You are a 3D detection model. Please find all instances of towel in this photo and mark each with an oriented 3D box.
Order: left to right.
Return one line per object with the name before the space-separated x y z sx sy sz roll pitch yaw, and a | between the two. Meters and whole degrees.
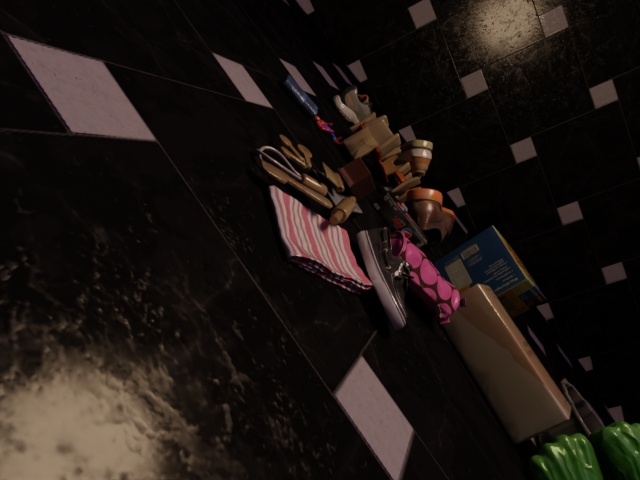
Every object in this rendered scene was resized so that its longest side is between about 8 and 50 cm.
towel | -0.054 -0.373 1.203 0.119 0.029 0.067 46 22 -20
towel | 0.000 0.000 0.725 0.197 0.029 0.144 30 30 -46

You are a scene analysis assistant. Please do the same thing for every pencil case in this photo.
pencil case | 0.199 0.078 0.941 0.209 0.095 0.098 42 44 -21

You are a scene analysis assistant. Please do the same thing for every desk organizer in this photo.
desk organizer | 0.079 -0.127 0.973 0.047 0.050 0.130 59 5 14

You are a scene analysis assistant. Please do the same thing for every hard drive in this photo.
hard drive | 0.031 -0.094 0.946 0.094 0.022 0.135 59 21 16

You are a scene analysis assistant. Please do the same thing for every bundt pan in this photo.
bundt pan | 0.622 0.507 1.089 0.331 0.124 0.330 43 23 -23

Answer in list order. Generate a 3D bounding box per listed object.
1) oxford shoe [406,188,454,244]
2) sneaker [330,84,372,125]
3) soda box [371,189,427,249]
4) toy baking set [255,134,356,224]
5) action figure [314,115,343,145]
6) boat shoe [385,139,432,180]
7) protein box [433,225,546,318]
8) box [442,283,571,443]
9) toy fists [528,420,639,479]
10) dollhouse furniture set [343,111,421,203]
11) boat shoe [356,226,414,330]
oxford shoe | 0.332 -0.043 1.416 0.364 0.130 0.132 28 64 -61
sneaker | 0.154 -0.454 1.661 0.272 0.108 0.100 28 30 -50
soda box | 0.207 -0.048 1.199 0.168 0.053 0.060 53 20 -2
toy baking set | -0.022 -0.103 0.812 0.197 0.030 0.256 41 23 -5
action figure | 0.021 -0.302 1.252 0.115 0.030 0.038 30 35 -41
boat shoe | 0.282 -0.247 1.538 0.302 0.113 0.103 148 -51 -84
protein box | 0.456 0.110 1.264 0.136 0.200 0.201 36 27 -37
box | 0.395 0.258 1.010 0.148 0.121 0.311 13 44 -60
toy fists | 0.535 0.435 0.883 0.096 0.280 0.142 99 -19 -63
dollhouse furniture set | 0.164 -0.246 1.351 0.261 0.135 0.259 61 6 21
boat shoe | 0.124 0.055 0.810 0.228 0.076 0.080 -103 170 -53
